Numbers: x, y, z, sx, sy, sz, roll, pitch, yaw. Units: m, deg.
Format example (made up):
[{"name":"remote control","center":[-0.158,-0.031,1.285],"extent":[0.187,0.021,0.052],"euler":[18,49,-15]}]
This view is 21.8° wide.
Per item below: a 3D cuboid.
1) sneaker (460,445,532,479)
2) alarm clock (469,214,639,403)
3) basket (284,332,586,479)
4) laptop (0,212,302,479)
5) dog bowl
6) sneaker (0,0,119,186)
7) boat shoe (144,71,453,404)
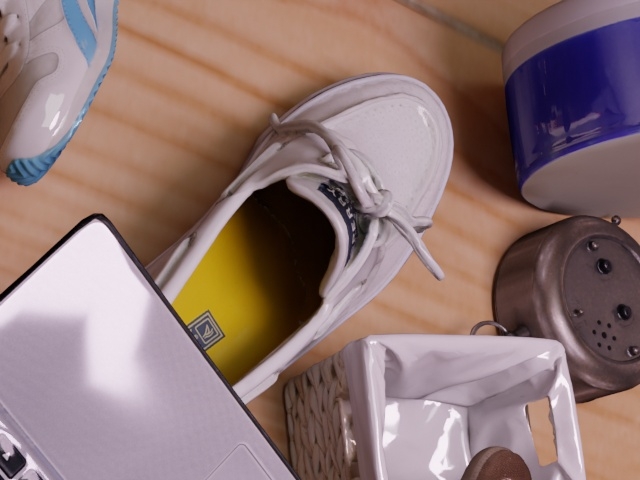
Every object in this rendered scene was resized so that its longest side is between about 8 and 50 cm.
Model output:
[{"name":"sneaker","center":[0.113,0.212,0.940],"extent":[0.066,0.071,0.188],"euler":[18,75,-47]},{"name":"alarm clock","center":[0.176,0.053,1.174],"extent":[0.192,0.064,0.129],"euler":[-20,87,-36]},{"name":"basket","center":[0.069,0.124,1.041],"extent":[0.167,0.103,0.113],"euler":[5,71,-36]},{"name":"laptop","center":[-0.083,0.264,0.739],"extent":[0.408,0.236,0.382],"euler":[-45,116,-24]},{"name":"dog bowl","center":[0.262,-0.097,1.156],"extent":[0.264,0.265,0.104],"euler":[5,74,-35]},{"name":"sneaker","center":[-0.169,-0.136,0.976],"extent":[0.092,0.087,0.229],"euler":[19,57,-23]},{"name":"boat shoe","center":[-0.006,-0.006,0.996],"extent":[0.367,0.156,0.136],"euler":[-39,99,-38]}]
